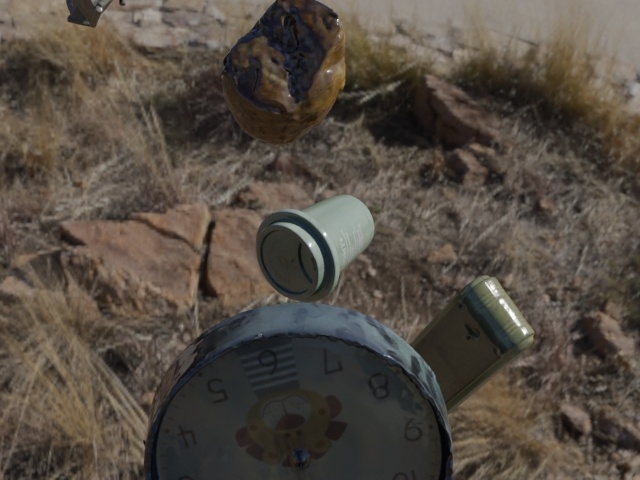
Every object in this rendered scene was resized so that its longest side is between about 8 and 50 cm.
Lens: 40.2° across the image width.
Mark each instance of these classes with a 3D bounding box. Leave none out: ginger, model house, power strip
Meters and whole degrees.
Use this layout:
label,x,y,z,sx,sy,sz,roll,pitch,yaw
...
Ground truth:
label,x,y,z,sx,sy,sz,roll,pitch,yaw
ginger,-0.060,-0.315,1.691,0.200,0.223,0.269,43,87,8
model house,-0.468,-0.542,1.862,0.122,0.229,0.188,18,79,-28
power strip,0.133,0.168,1.057,0.066,0.388,0.092,-23,70,-33

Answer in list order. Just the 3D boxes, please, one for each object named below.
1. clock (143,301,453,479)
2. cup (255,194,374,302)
label,x,y,z,sx,sy,sz,roll,pitch,yaw
clock,-0.022,0.213,0.861,0.312,0.313,0.061,9,18,-5
cup,0.000,0.000,1.078,0.120,0.120,0.141,36,43,21
